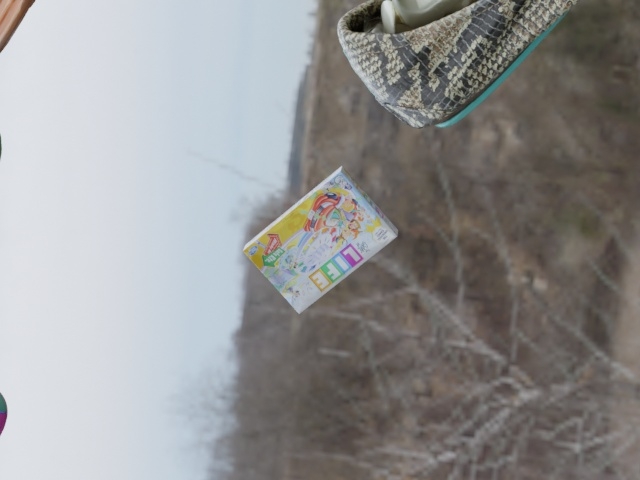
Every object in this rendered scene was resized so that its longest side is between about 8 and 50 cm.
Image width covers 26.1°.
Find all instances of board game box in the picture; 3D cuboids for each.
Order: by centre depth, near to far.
[{"bbox_3d":[0.000,0.000,1.626,0.154,0.103,0.026,-39,10,15],"label":"board game box"}]

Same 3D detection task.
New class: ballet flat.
[{"bbox_3d":[0.211,-0.288,1.211,0.483,0.182,0.164,-37,32,21],"label":"ballet flat"}]

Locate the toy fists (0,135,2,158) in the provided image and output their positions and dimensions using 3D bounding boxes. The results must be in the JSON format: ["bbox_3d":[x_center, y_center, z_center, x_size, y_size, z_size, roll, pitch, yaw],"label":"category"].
[{"bbox_3d":[-0.598,-0.137,2.221,0.279,0.142,0.096,-75,-22,-83],"label":"toy fists"}]

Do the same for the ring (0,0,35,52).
[{"bbox_3d":[-0.265,-0.227,0.867,0.032,0.336,0.337,8,-90,-54],"label":"ring"}]

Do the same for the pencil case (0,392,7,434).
[{"bbox_3d":[-0.372,0.162,1.183,0.236,0.104,0.104,-11,-71,-68],"label":"pencil case"}]
